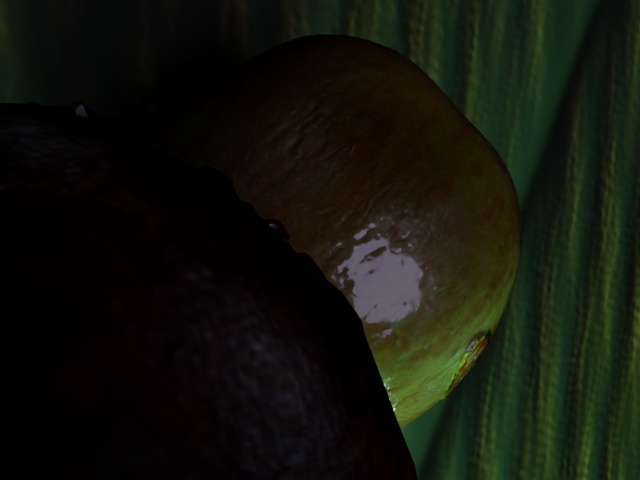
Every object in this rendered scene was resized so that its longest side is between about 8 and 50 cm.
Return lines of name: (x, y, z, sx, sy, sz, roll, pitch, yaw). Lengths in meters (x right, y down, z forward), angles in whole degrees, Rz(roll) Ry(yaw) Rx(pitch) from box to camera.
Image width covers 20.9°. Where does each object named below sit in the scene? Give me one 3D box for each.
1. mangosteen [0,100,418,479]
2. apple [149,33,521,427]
mangosteen: (-0.172, 0.137, 0.674, 0.421, 0.381, 0.381, -18, 117, -15)
apple: (0.000, 0.000, 0.912, 0.188, 0.211, 0.211, -46, 131, -27)
